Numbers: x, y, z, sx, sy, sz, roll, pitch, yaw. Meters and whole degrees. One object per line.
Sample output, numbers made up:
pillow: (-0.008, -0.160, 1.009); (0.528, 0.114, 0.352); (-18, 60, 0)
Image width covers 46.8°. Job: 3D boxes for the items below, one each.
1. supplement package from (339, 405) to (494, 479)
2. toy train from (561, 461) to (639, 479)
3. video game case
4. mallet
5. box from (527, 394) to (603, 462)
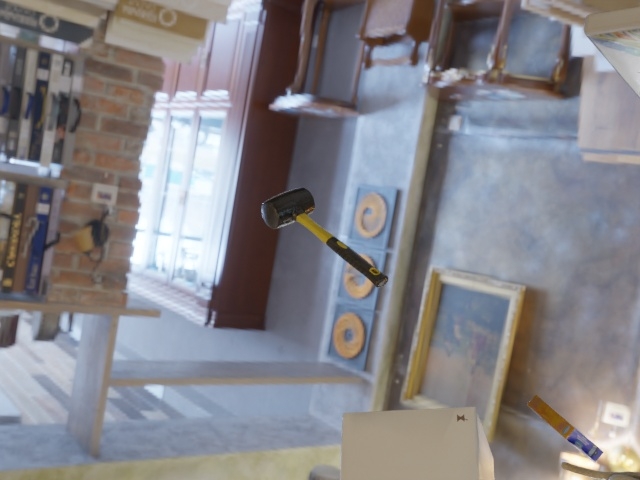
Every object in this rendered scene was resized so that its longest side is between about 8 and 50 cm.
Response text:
supplement package: (0.156, 0.390, 1.114); (0.198, 0.199, 0.263); (-6, 147, 16)
toy train: (0.244, 0.195, 0.363); (0.248, 0.143, 0.105); (-7, 174, 43)
video game case: (0.611, -0.280, 1.107); (0.329, 0.036, 0.300); (5, 168, 43)
mallet: (0.000, 0.000, 0.852); (0.062, 0.039, 0.190); (-18, -137, -27)
box: (0.412, 0.316, 1.234); (0.081, 0.028, 0.136); (39, 180, -22)
